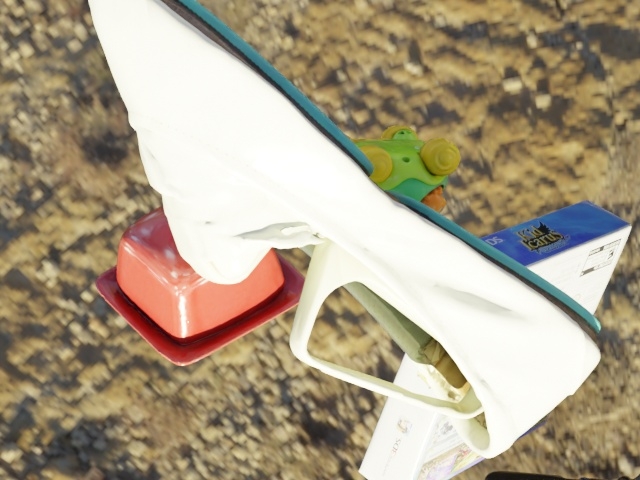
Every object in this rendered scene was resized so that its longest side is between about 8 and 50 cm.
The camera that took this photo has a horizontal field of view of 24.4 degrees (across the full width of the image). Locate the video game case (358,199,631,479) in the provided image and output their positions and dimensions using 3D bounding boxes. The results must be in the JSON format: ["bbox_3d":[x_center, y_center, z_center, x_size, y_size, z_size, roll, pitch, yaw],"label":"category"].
[{"bbox_3d":[0.169,0.099,1.405,0.061,0.269,0.244,32,119,28],"label":"video game case"}]

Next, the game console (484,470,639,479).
[{"bbox_3d":[0.330,0.264,1.435,0.250,0.173,0.293,-47,24,13],"label":"game console"}]

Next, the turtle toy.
[{"bbox_3d":[0.032,-0.038,1.018,0.130,0.095,0.066,-8,104,-18],"label":"turtle toy"}]

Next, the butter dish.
[{"bbox_3d":[-0.112,0.010,1.348,0.160,0.118,0.160,-29,45,-25],"label":"butter dish"}]

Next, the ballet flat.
[{"bbox_3d":[0.000,0.000,0.891,0.400,0.139,0.139,37,75,-18],"label":"ballet flat"}]
